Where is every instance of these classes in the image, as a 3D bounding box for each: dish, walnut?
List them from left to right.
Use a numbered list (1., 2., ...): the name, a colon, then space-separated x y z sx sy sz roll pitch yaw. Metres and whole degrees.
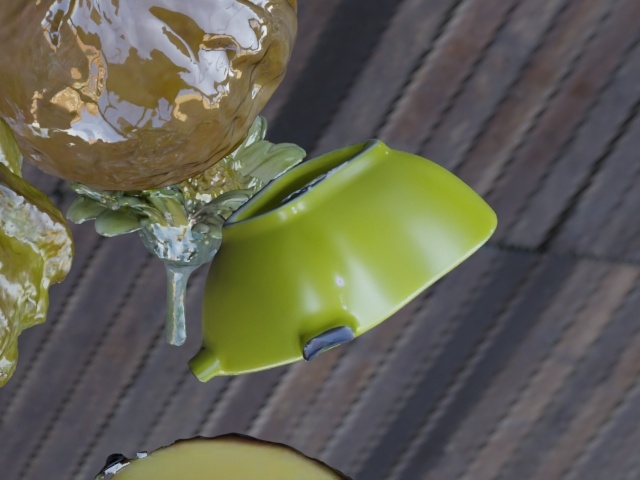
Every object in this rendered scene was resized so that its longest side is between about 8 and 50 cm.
1. walnut: -0.174 -0.223 1.751 0.308 0.354 0.398 3 175 6
2. dish: 0.000 0.000 1.448 0.221 0.108 0.262 -16 -165 44

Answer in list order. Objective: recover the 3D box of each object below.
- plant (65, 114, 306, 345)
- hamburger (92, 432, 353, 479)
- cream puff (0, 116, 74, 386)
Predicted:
1. plant: -0.151 -0.052 2.154 0.306 0.261 0.297 0 152 -13
2. hamburger: -0.063 0.255 1.223 0.237 0.237 0.149 -17 132 -22
3. cream puff: -0.280 -0.002 1.152 0.196 0.244 0.244 -42 142 19
